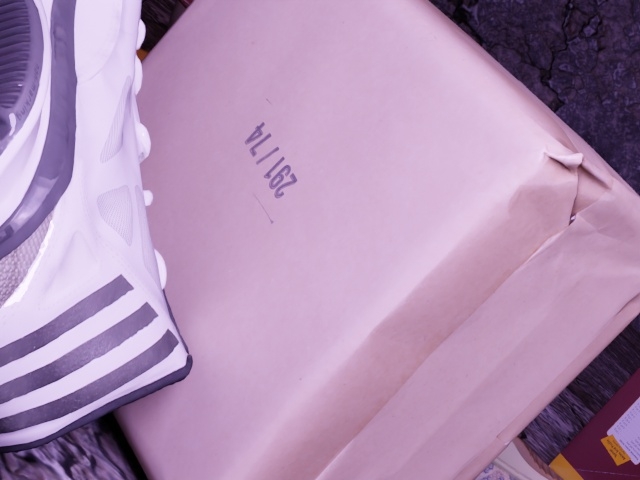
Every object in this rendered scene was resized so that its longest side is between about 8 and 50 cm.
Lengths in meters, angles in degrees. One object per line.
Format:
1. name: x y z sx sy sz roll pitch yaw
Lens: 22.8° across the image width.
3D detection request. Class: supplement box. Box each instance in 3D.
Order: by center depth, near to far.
1. supplement box: 0.377 0.236 1.595 0.129 0.194 0.191 27 17 -49

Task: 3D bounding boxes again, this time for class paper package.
1. paper package: 0.000 0.000 0.978 0.168 0.309 0.325 33 14 -44

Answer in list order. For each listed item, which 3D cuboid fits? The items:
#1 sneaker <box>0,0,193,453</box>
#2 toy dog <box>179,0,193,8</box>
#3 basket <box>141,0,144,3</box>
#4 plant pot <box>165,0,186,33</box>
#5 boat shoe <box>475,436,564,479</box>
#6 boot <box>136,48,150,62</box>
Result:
1. sneaker: -0.162 -0.069 0.883 0.447 0.169 0.257 -84 165 -48
2. toy dog: -0.027 -0.185 1.471 0.161 0.220 0.334 48 8 26
3. basket: -0.227 -0.341 1.748 0.204 0.227 0.154 34 13 -26
4. plant pot: -0.067 -0.189 1.743 0.284 0.191 0.284 48 12 -13
5. boat shoe: 0.140 0.205 1.248 0.285 0.089 0.104 43 -6 -27
6. boot: -0.192 -0.113 1.391 0.295 0.104 0.211 47 23 -19
